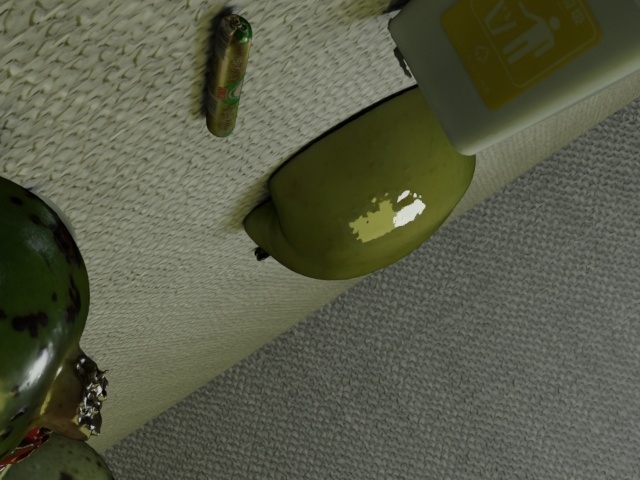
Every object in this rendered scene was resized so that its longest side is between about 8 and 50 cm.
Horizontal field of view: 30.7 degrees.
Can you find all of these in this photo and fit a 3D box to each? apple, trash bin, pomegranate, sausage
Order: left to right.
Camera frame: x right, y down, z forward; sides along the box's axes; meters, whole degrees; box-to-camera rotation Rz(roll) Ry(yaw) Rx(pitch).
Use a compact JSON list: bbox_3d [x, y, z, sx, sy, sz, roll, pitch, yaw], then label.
[{"bbox_3d":[-0.284,0.071,0.889,0.254,0.270,0.254,-157,-90,-83],"label":"pomegranate"},{"bbox_3d":[-0.088,-0.149,1.089,0.033,0.033,0.269,-31,171,-15],"label":"sausage"},{"bbox_3d":[0.070,-0.104,1.758,0.360,0.311,0.320,-28,-145,-22],"label":"apple"},{"bbox_3d":[0.276,-0.255,1.169,0.296,0.256,0.368,-28,177,-40],"label":"trash bin"}]

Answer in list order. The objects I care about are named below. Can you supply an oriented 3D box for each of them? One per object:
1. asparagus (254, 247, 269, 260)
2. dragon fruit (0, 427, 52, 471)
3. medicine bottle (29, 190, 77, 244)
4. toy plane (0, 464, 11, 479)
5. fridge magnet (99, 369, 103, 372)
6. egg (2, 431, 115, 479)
[{"bbox_3d":[-0.040,-0.006,2.130,0.023,0.022,0.233,17,-154,34],"label":"asparagus"},{"bbox_3d":[-0.378,0.171,1.332,0.192,0.193,0.274,7,150,-30],"label":"dragon fruit"},{"bbox_3d":[-0.320,0.035,1.109,0.183,0.086,0.086,-38,171,25],"label":"medicine bottle"},{"bbox_3d":[-0.435,0.278,1.744,0.286,0.108,0.092,-55,161,9],"label":"toy plane"},{"bbox_3d":[-0.448,0.268,2.060,0.143,0.063,0.143,-34,172,-5],"label":"fridge magnet"},{"bbox_3d":[-0.563,0.513,2.090,0.428,0.345,0.345,-20,165,-44],"label":"egg"}]
